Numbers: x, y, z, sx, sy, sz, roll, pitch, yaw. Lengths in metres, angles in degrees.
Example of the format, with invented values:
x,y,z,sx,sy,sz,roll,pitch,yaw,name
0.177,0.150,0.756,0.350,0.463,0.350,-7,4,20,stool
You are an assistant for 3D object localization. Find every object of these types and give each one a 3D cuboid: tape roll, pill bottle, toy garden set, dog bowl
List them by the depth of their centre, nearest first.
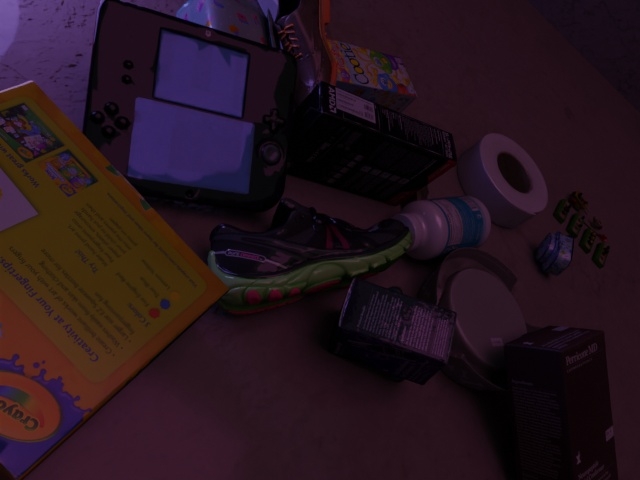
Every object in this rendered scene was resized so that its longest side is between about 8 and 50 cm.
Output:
x,y,z,sx,sy,sz,roll,pitch,yaw,name
0.377,0.194,1.253,0.349,0.102,0.348,17,56,-26,dog bowl
0.286,-0.031,1.294,0.264,0.146,0.146,-8,69,-37,pill bottle
0.556,-0.183,1.605,0.286,0.100,0.286,18,55,-27,tape roll
0.929,-0.056,1.825,0.244,0.049,0.204,48,47,-1,toy garden set

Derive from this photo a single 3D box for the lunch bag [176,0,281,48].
x,y,z,sx,sy,sz,roll,pitch,yaw,name
-0.176,-0.429,1.203,0.262,0.160,0.223,16,52,-43,lunch bag

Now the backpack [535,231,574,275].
x,y,z,sx,sy,sz,roll,pitch,yaw,name
0.695,0.042,1.570,0.084,0.105,0.114,20,51,3,backpack

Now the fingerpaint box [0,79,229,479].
x,y,z,sx,sy,sz,roll,pitch,yaw,name
-0.423,0.042,0.739,0.445,0.163,0.371,47,46,-2,fingerpaint box

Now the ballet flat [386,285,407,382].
x,y,z,sx,sy,sz,roll,pitch,yaw,name
0.174,0.203,1.132,0.068,0.072,0.213,41,42,-51,ballet flat

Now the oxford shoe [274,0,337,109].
x,y,z,sx,sy,sz,roll,pitch,yaw,name
-0.052,-0.447,1.221,0.133,0.130,0.363,7,73,-50,oxford shoe

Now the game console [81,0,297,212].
x,y,z,sx,sy,sz,roll,pitch,yaw,name
-0.235,-0.239,1.000,0.387,0.060,0.341,7,91,-29,game console

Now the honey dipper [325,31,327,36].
x,y,z,sx,sy,sz,roll,pitch,yaw,name
-0.036,-0.648,1.517,0.160,0.030,0.030,46,47,-7,honey dipper

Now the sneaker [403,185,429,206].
x,y,z,sx,sy,sz,roll,pitch,yaw,name
0.253,-0.148,1.408,0.071,0.066,0.188,29,54,-40,sneaker

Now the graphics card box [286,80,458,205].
x,y,z,sx,sy,sz,roll,pitch,yaw,name
0.097,-0.204,1.205,0.371,0.233,0.094,12,62,-29,graphics card box

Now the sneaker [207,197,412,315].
x,y,z,sx,sy,sz,roll,pitch,yaw,name
0.000,0.000,1.050,0.483,0.185,0.202,-11,74,-40,sneaker

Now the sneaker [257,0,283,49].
x,y,z,sx,sy,sz,roll,pitch,yaw,name
-0.053,-0.600,1.403,0.169,0.108,0.292,-11,69,-24,sneaker

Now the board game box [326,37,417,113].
x,y,z,sx,sy,sz,roll,pitch,yaw,name
0.091,-0.407,1.381,0.275,0.144,0.142,-1,64,-37,board game box

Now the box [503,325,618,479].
x,y,z,sx,sy,sz,roll,pitch,yaw,name
0.516,0.389,1.119,0.191,0.143,0.381,-9,91,-38,box

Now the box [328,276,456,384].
x,y,z,sx,sy,sz,roll,pitch,yaw,name
0.132,0.177,1.008,0.207,0.153,0.108,18,60,4,box
